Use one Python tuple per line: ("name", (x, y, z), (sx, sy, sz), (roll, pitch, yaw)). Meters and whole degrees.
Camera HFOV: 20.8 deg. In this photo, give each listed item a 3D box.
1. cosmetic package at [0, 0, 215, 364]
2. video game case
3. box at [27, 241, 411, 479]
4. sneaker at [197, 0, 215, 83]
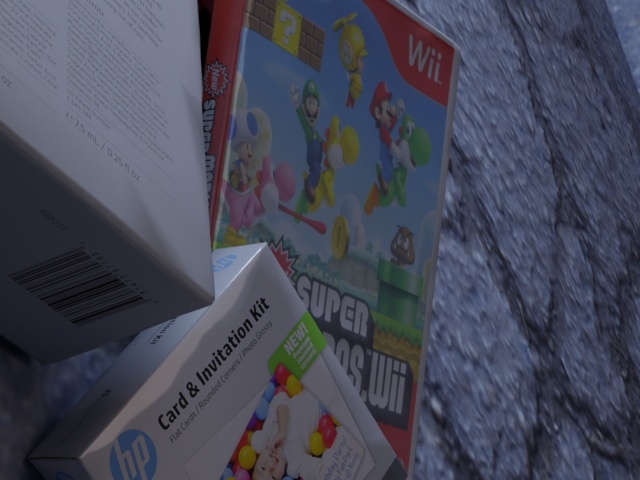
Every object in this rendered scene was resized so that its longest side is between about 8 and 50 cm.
("cosmetic package", (-0.181, -0.161, 0.662), (0.377, 0.097, 0.284), (44, 34, -47))
("video game case", (0.000, 0.000, 0.890), (0.204, 0.025, 0.285), (26, 67, -53))
("box", (-0.028, 0.117, 0.776), (0.145, 0.038, 0.186), (-49, 118, -38))
("sneaker", (-0.071, -0.165, 0.916), (0.136, 0.116, 0.314), (-13, 82, -68))
